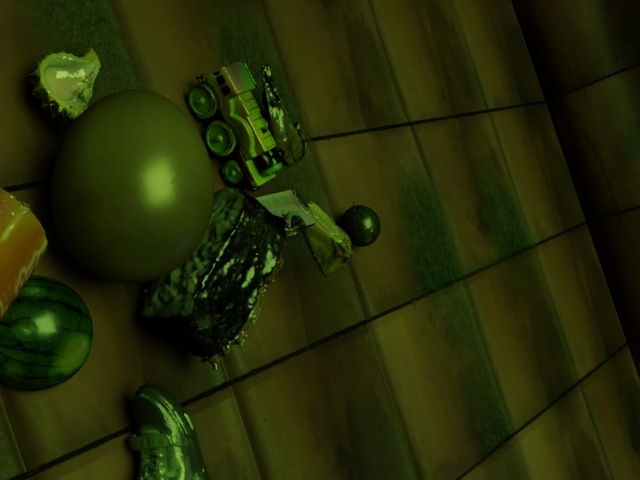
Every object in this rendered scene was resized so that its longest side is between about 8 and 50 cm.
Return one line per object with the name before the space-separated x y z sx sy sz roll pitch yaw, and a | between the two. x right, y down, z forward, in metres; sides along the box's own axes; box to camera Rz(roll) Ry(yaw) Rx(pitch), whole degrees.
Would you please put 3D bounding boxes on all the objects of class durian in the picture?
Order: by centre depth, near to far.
durian | -0.505 -0.314 1.714 0.140 0.078 0.224 37 39 -17

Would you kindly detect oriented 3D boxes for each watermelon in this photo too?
watermelon | -0.495 0.155 1.500 0.232 0.127 0.204 26 63 -35
watermelon | 0.101 -0.048 2.244 0.105 0.105 0.133 -55 134 -44

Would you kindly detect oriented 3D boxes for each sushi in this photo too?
sushi | -0.217 0.063 1.769 0.207 0.234 0.348 41 72 -34

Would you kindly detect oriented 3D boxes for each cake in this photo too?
cake | 0.002 -0.002 2.177 0.185 0.116 0.080 36 38 9

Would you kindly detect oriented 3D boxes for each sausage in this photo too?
sausage | -0.599 0.066 1.344 0.233 0.233 0.287 46 46 -26

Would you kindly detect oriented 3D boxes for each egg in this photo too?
egg | -0.350 -0.104 1.621 0.301 0.301 0.374 12 74 -45

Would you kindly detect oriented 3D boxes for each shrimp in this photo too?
shrimp | -0.105 -0.316 2.161 0.117 0.066 0.262 -43 123 -62

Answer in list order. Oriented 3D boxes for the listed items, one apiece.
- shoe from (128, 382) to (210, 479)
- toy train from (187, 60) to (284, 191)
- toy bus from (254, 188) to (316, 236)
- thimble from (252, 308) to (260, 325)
shoe | -0.303 0.426 1.615 0.149 0.109 0.293 -36 107 -54
toy train | -0.187 -0.258 1.976 0.100 0.160 0.296 -37 104 -55
toy bus | -0.133 -0.046 2.005 0.274 0.090 0.112 -16 82 -50
thimble | -0.181 0.151 1.894 0.084 0.062 0.110 49 45 -21
